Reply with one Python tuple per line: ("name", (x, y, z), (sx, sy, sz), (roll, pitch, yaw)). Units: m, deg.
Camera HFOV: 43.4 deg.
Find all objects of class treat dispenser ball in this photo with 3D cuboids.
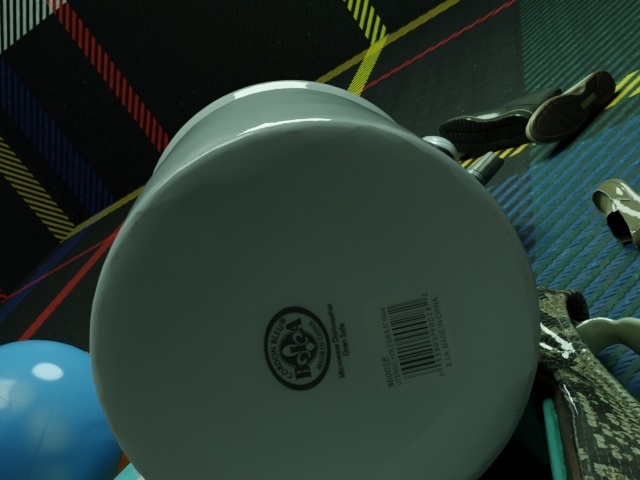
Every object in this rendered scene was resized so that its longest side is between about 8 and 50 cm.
("treat dispenser ball", (-0.405, 0.285, 1.131), (0.288, 0.288, 0.288), (-32, 18, 12))

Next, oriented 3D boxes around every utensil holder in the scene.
("utensil holder", (-0.018, 0.030, 0.712), (0.328, 0.327, 0.385), (-34, 13, 4))

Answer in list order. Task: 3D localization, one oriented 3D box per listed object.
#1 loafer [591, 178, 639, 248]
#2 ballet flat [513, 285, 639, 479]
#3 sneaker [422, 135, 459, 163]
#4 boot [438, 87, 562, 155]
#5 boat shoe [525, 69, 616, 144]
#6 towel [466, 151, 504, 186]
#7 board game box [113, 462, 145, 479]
("loafer", (0.353, -0.032, 0.939), (0.050, 0.056, 0.148), (-29, 18, 0))
("ballet flat", (0.225, 0.142, 0.604), (0.182, 0.164, 0.483), (-19, 17, 5))
("sneaker", (0.112, -0.097, 1.456), (0.269, 0.101, 0.153), (-18, 22, 36))
("boot", (0.327, -0.219, 1.453), (0.198, 0.076, 0.137), (4, 36, 43))
("boat shoe", (0.397, -0.207, 1.308), (0.190, 0.068, 0.072), (-32, 3, -21))
("towel", (0.091, 0.007, 1.179), (0.312, 0.056, 0.324), (-43, 2, -21))
("board game box", (-0.128, 0.283, 0.970), (0.336, 0.079, 0.254), (-44, 21, -26))
